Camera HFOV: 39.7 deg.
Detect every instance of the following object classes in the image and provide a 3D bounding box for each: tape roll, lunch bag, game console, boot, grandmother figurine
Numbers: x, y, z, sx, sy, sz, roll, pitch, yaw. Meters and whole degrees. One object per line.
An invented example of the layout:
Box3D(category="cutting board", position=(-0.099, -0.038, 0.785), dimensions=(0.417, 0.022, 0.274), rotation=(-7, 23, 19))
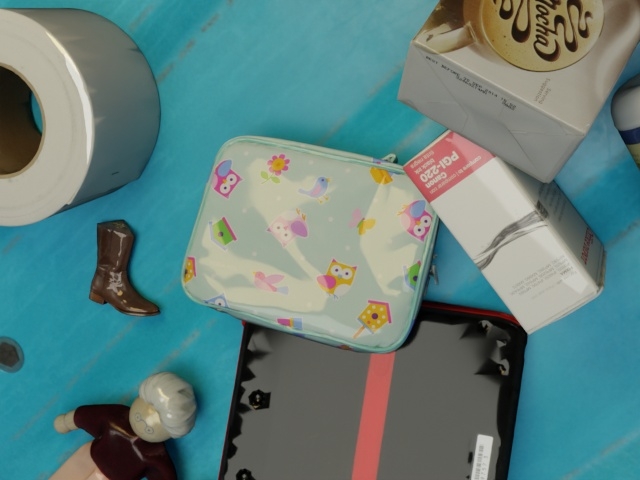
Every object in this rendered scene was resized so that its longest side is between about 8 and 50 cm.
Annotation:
Box3D(category="tape roll", position=(-0.337, -0.152, 1.053), dimensions=(0.246, 0.169, 0.246), rotation=(4, 104, 16))
Box3D(category="lunch bag", position=(0.000, 0.000, 1.004), dimensions=(0.279, 0.108, 0.224), rotation=(14, 83, 10))
Box3D(category="game console", position=(0.048, 0.254, 1.051), dimensions=(0.342, 0.060, 0.386), rotation=(8, 86, 9))
Box3D(category="boot", position=(-0.249, 0.035, 1.149), dimensions=(0.106, 0.037, 0.114), rotation=(15, 103, 10))
Box3D(category="grandmother figurine", position=(-0.275, 0.303, 1.192), dimensions=(0.208, 0.104, 0.342), rotation=(38, 114, -5))

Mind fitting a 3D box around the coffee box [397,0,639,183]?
Box3D(category="coffee box", position=(0.220, -0.227, 0.821), dimensions=(0.168, 0.119, 0.297), rotation=(31, 74, 8))

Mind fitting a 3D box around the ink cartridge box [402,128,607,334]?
Box3D(category="ink cartridge box", position=(0.200, -0.031, 0.933), dimensions=(0.092, 0.158, 0.218), rotation=(-39, 91, 25))

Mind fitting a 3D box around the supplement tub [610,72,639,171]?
Box3D(category="supplement tub", position=(0.440, -0.050, 0.822), dimensions=(0.228, 0.228, 0.316), rotation=(-28, 95, 21))
